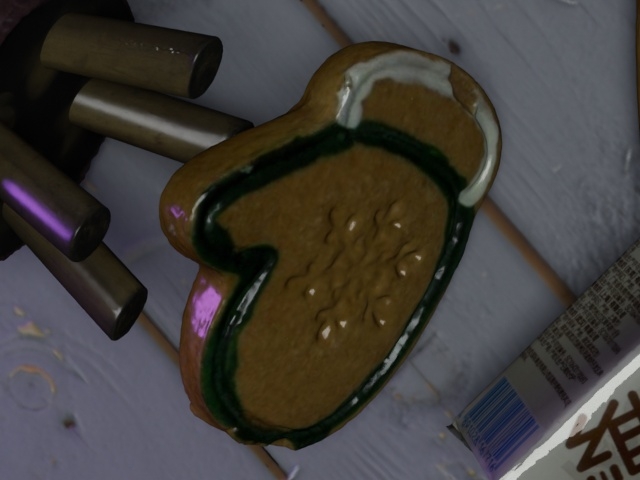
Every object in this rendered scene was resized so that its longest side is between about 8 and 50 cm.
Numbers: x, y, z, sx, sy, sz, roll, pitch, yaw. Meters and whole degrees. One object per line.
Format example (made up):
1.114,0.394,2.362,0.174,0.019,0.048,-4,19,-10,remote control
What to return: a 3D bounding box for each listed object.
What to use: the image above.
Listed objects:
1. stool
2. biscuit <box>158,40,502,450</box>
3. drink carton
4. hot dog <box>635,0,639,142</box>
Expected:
-0.187,-0.074,1.355,0.178,0.272,0.272,28,97,17,stool
0.001,0.001,1.387,0.287,0.057,0.344,28,93,-44,biscuit
0.285,0.117,1.403,0.324,0.132,0.194,-46,114,6,drink carton
0.300,-0.128,1.435,0.100,0.068,0.250,-4,99,-11,hot dog
